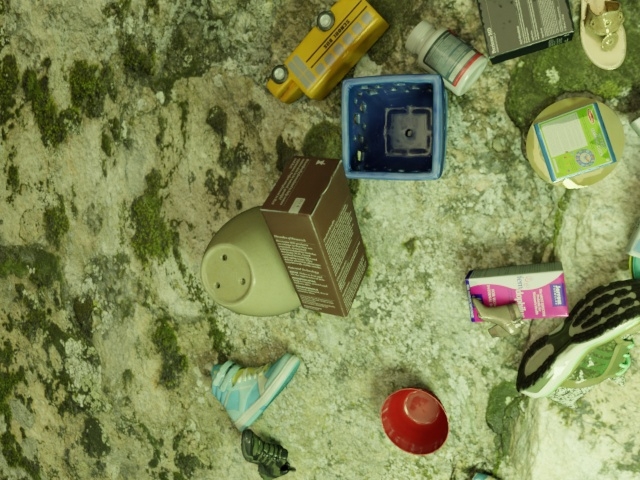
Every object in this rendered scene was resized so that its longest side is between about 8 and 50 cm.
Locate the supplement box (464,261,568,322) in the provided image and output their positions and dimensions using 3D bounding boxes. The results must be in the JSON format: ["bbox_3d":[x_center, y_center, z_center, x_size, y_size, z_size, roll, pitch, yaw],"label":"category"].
[{"bbox_3d":[0.470,0.123,1.299,0.219,0.114,0.111,-8,95,22],"label":"supplement box"}]

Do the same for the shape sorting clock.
[{"bbox_3d":[0.581,-0.223,1.240,0.206,0.040,0.207,2,94,24],"label":"shape sorting clock"}]

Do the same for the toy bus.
[{"bbox_3d":[0.014,-0.484,1.413,0.332,0.108,0.130,-44,81,22],"label":"toy bus"}]

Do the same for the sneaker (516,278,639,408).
[{"bbox_3d":[0.642,0.247,1.232,0.182,0.158,0.410,31,127,-7],"label":"sneaker"}]

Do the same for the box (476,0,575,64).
[{"bbox_3d":[0.447,-0.558,1.218,0.184,0.103,0.262,-11,93,21],"label":"box"}]

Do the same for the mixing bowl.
[{"bbox_3d":[0.261,0.464,1.444,0.181,0.098,0.182,4,100,23],"label":"mixing bowl"}]

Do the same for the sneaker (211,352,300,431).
[{"bbox_3d":[-0.216,0.408,1.628,0.208,0.127,0.319,43,110,11],"label":"sneaker"}]

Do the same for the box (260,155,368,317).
[{"bbox_3d":[0.000,0.000,1.332,0.143,0.191,0.382,10,141,23],"label":"box"}]

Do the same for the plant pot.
[{"bbox_3d":[0.193,-0.266,1.308,0.235,0.212,0.236,3,99,22],"label":"plant pot"}]

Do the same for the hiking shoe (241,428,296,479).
[{"bbox_3d":[-0.157,0.636,1.634,0.114,0.086,0.227,-19,125,10],"label":"hiking shoe"}]

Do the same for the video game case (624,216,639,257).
[{"bbox_3d":[0.845,-0.060,1.103,0.328,0.036,0.300,18,103,2],"label":"video game case"}]

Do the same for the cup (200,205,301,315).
[{"bbox_3d":[-0.200,0.075,1.513,0.330,0.237,0.332,3,99,23],"label":"cup"}]

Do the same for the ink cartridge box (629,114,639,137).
[{"bbox_3d":[0.756,-0.228,1.152,0.109,0.063,0.151,-37,83,23],"label":"ink cartridge box"}]

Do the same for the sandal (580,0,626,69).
[{"bbox_3d":[0.607,-0.493,1.170,0.088,0.079,0.240,-9,94,24],"label":"sandal"}]

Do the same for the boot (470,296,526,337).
[{"bbox_3d":[0.414,0.167,1.251,0.086,0.042,0.119,-31,88,18],"label":"boot"}]

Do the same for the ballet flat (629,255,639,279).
[{"bbox_3d":[0.742,0.109,1.198,0.077,0.077,0.231,-22,87,21],"label":"ballet flat"}]

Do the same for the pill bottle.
[{"bbox_3d":[0.297,-0.442,1.295,0.180,0.108,0.108,42,111,12],"label":"pill bottle"}]

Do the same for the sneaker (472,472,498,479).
[{"bbox_3d":[0.415,0.724,1.429,0.092,0.087,0.229,21,98,26],"label":"sneaker"}]
